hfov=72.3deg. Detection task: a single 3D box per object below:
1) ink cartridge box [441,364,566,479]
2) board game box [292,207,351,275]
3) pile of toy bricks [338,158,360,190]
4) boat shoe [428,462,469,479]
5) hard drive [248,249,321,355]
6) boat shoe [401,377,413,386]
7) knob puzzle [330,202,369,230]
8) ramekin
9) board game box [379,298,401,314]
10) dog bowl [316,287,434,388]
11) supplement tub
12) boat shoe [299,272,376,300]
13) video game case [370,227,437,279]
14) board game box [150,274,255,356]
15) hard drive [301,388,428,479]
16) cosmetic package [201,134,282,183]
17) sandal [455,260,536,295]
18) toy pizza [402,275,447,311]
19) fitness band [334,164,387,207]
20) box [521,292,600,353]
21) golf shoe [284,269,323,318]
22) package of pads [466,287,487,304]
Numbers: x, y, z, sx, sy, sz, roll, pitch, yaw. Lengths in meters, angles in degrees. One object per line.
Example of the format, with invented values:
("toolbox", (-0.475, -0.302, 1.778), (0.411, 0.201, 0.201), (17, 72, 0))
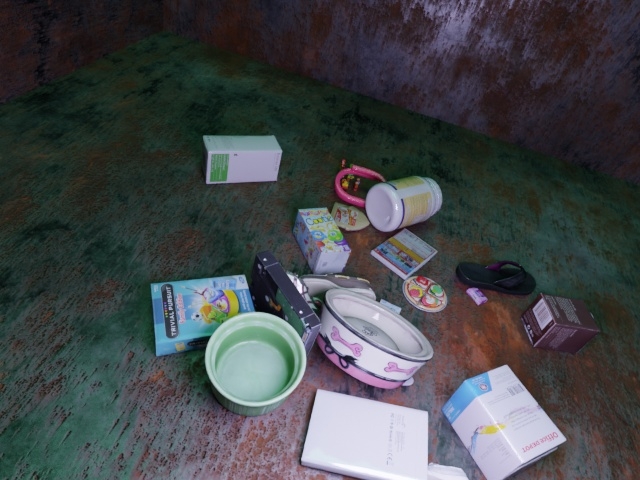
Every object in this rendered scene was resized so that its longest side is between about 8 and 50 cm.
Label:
("ink cartridge box", (0.572, 0.584, 1.395), (0.198, 0.197, 0.270), (-8, 46, -27))
("board game box", (0.000, 0.000, 1.900), (0.142, 0.144, 0.275), (-6, 46, -25))
("pile of toy bricks", (0.161, -0.370, 2.397), (0.118, 0.105, 0.212), (9, 41, -9))
("boat shoe", (0.349, 0.697, 1.304), (0.184, 0.066, 0.063), (4, 19, -4))
("hard drive", (-0.134, 0.229, 1.511), (0.064, 0.237, 0.339), (-18, 55, -32))
("boat shoe", (0.251, 0.485, 1.521), (0.142, 0.040, 0.049), (12, 50, -5))
("knob puzzle", (0.144, -0.103, 2.150), (0.213, 0.030, 0.213), (9, 40, -8))
("ramekin", (-0.206, 0.391, 1.369), (0.304, 0.148, 0.303), (8, 48, -9))
("board game box", (0.271, 0.289, 1.761), (0.090, 0.020, 0.090), (25, 42, 10))
("dog bowl", (0.163, 0.330, 1.473), (0.408, 0.150, 0.408), (26, 12, -6))
("supplement tub", (0.416, -0.190, 2.177), (0.331, 0.241, 0.241), (-15, 50, -32))
("boat shoe", (0.060, 0.185, 1.740), (0.325, 0.116, 0.096), (11, 36, -13))
("video game case", (0.397, 0.056, 2.060), (0.204, 0.025, 0.285), (39, 45, 23))
("board game box", (-0.407, 0.251, 1.533), (0.336, 0.079, 0.253), (-4, 45, -23))
("hard drive", (0.140, 0.591, 1.314), (0.353, 0.047, 0.233), (10, 40, 7))
("cosmetic package", (-0.396, -0.408, 2.187), (0.366, 0.197, 0.155), (-6, 46, -22))
("sandal", (0.835, 0.160, 2.010), (0.446, 0.107, 0.167), (6, 40, -23))
("toy pizza", (0.453, 0.223, 1.887), (0.201, 0.032, 0.201), (10, 41, -8))
("fitness band", (0.215, -0.279, 2.293), (0.291, 0.054, 0.209), (17, 69, -5))
("box", (0.993, 0.345, 1.827), (0.203, 0.167, 0.168), (11, 40, -7))
("golf shoe", (-0.090, 0.215, 1.604), (0.273, 0.105, 0.120), (44, 53, -9))
("package of pads", (0.695, 0.244, 1.944), (0.050, 0.032, 0.083), (-12, 49, -30))
